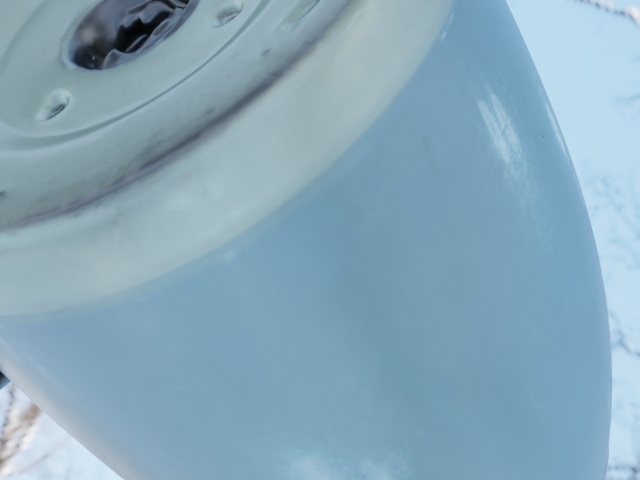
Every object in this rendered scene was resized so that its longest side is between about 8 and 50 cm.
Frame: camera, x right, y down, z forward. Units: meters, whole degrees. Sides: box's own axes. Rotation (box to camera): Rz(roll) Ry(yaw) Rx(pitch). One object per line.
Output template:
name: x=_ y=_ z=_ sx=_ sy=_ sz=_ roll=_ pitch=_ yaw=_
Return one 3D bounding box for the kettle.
kettle: x=0.000 y=0.000 z=0.761 sx=0.247 sy=0.319 sz=0.342 roll=-27 pitch=-53 yaw=11

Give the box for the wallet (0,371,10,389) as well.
wallet: x=-0.230 y=0.067 z=0.829 sx=0.197 sy=0.377 sz=0.051 roll=11 pitch=-47 yaw=48
